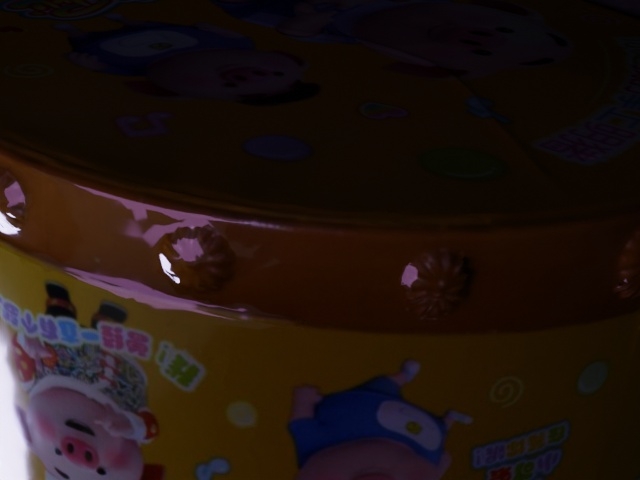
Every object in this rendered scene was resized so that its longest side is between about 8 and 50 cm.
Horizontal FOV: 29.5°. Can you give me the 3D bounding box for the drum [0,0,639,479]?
[{"bbox_3d":[0.000,0.000,0.631,0.431,0.431,0.214,26,123,35],"label":"drum"}]
